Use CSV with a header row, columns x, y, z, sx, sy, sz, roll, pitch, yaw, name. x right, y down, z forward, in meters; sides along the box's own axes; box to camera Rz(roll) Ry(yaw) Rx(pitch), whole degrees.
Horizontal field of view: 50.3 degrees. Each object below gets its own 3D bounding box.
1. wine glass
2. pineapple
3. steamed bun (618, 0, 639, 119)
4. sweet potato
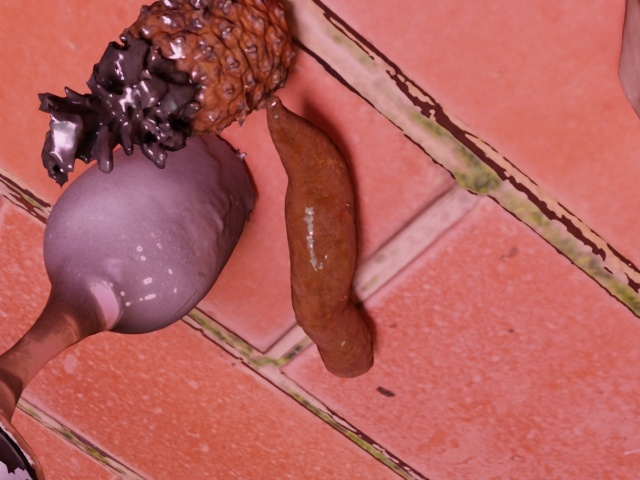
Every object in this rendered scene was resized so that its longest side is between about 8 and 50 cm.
x,y,z,sx,sy,sz,roll,pitch,yaw,name
-0.158,0.029,0.473,0.143,0.321,0.143,12,127,17,wine glass
-0.100,-0.103,0.436,0.108,0.197,0.108,21,134,24,pineapple
0.289,-0.126,0.277,0.289,0.203,0.276,1,124,18,steamed bun
0.000,0.000,0.559,0.059,0.067,0.281,39,146,49,sweet potato
